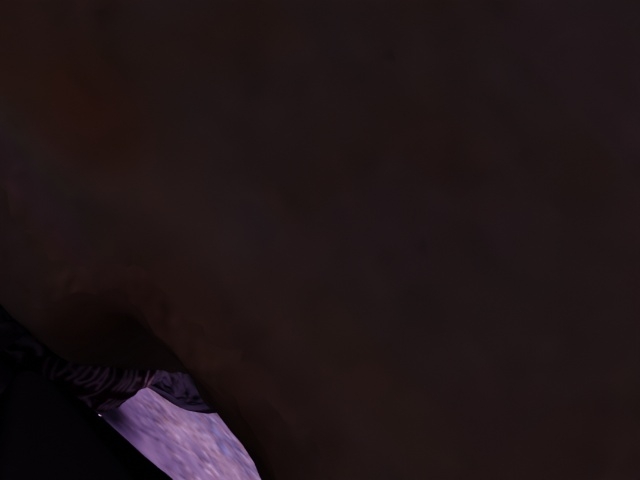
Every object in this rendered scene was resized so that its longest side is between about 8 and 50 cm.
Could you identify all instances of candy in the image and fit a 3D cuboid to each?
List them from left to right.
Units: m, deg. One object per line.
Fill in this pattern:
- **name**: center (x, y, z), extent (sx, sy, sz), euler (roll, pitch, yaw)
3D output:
- **candy**: center (-0.111, 0.031, 0.622), extent (0.094, 0.051, 0.226), euler (43, 2, 33)

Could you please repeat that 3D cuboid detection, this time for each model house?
- **model house**: center (0.082, -0.024, 0.555), extent (0.382, 0.334, 0.342), euler (55, 4, 15)

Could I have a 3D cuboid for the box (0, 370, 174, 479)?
- **box**: center (-0.005, 0.156, 0.284), extent (0.211, 0.058, 0.350), euler (45, 2, -15)
